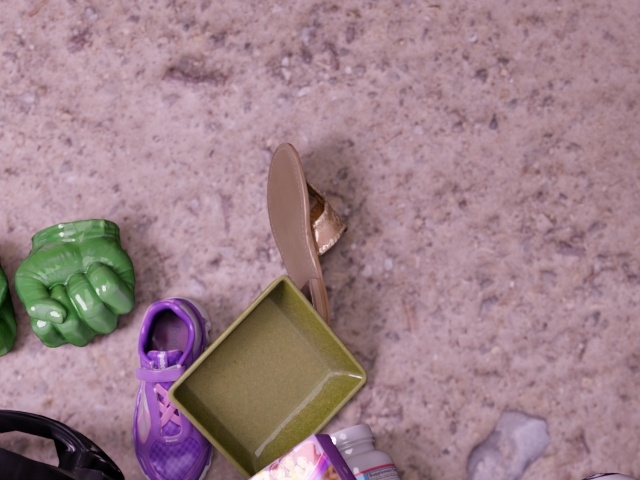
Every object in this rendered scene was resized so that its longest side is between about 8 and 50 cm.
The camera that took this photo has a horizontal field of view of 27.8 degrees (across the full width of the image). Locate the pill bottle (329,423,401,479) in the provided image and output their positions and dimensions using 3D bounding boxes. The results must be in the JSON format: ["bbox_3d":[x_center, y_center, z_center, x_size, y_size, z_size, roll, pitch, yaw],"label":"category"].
[{"bbox_3d":[0.053,0.291,1.440,0.087,0.087,0.160,-21,71,-5],"label":"pill bottle"}]

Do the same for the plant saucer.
[{"bbox_3d":[-0.064,0.158,1.469,0.188,0.188,0.045,-46,31,-13],"label":"plant saucer"}]

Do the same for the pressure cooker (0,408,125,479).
[{"bbox_3d":[-0.381,0.363,1.278,0.370,0.375,0.420,21,61,-7],"label":"pressure cooker"}]

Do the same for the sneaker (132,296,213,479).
[{"bbox_3d":[-0.174,0.168,1.481,0.095,0.104,0.236,-2,72,0],"label":"sneaker"}]

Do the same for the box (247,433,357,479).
[{"bbox_3d":[-0.062,0.370,1.385,0.293,0.057,0.201,-37,72,10],"label":"box"}]

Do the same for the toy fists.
[{"bbox_3d":[-0.358,0.063,1.528,0.279,0.096,0.142,-9,73,-3],"label":"toy fists"}]

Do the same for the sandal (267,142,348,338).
[{"bbox_3d":[-0.003,0.002,1.561,0.079,0.088,0.240,-1,76,-32],"label":"sandal"}]

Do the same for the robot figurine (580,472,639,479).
[{"bbox_3d":[0.275,0.373,1.356,0.209,0.173,0.278,40,74,15],"label":"robot figurine"}]
